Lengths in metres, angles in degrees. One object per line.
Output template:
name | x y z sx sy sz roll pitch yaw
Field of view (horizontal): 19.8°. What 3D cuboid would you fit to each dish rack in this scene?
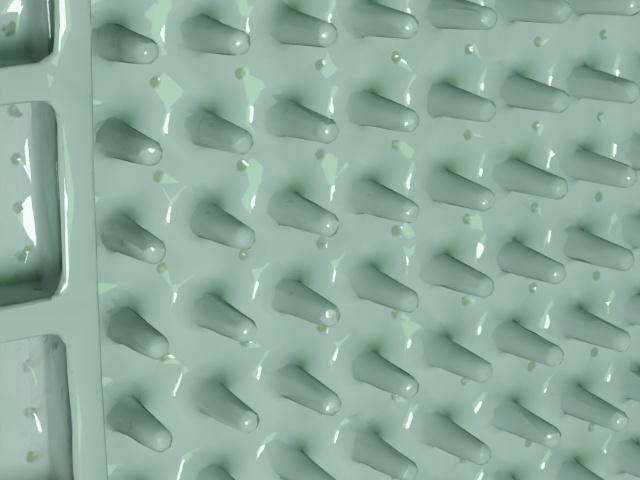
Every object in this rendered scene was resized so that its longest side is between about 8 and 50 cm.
dish rack | 0.000 0.000 0.490 0.333 0.072 0.285 -9 106 -29
